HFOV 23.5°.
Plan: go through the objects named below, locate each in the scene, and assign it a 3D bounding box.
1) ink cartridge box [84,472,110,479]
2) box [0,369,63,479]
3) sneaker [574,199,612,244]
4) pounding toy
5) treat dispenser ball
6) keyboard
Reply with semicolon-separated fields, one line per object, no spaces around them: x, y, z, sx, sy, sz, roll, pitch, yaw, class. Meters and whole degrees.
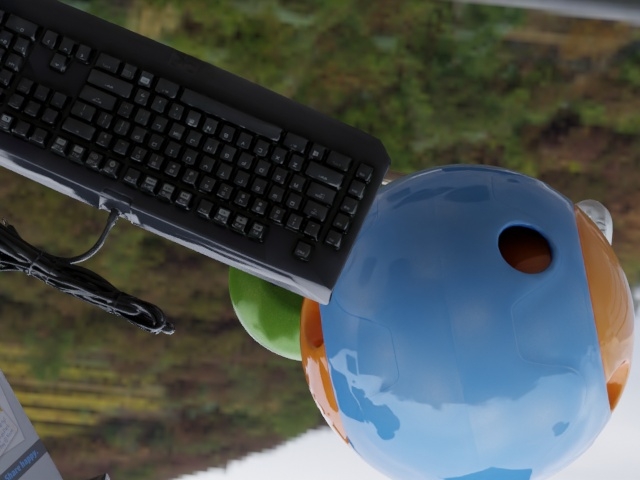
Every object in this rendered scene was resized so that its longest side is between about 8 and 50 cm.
-0.321;0.509;2.236;0.165;0.332;0.065;-20;-160;3;ink cartridge box
-0.275;0.155;1.130;0.038;0.186;0.145;-19;-165;34;box
0.326;0.038;1.952;0.090;0.235;0.095;35;-136;28;sneaker
0.000;0.000;1.594;0.183;0.237;0.110;16;163;8;pounding toy
0.126;0.078;1.330;0.288;0.288;0.288;6;179;0;treat dispenser ball
-0.131;-0.039;1.043;0.317;0.201;0.033;23;171;6;keyboard
